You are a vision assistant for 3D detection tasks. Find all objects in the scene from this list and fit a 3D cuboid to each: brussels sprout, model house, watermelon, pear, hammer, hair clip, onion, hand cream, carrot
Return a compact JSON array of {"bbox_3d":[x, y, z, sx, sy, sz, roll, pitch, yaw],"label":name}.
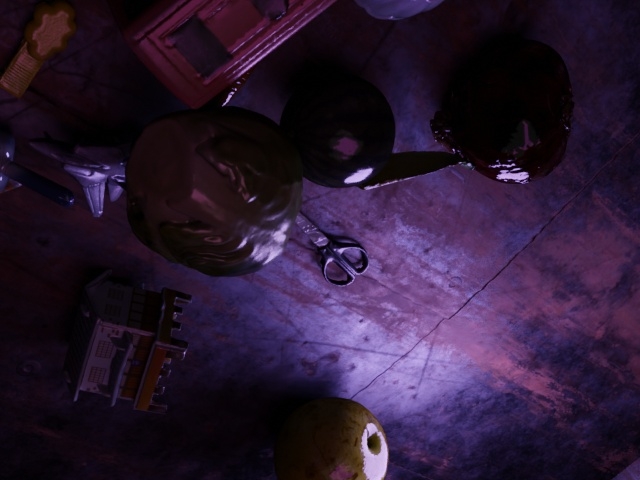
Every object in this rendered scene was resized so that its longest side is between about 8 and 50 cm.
[{"bbox_3d":[-0.179,-0.088,1.368,0.281,0.289,0.355,-71,159,-4],"label":"brussels sprout"},{"bbox_3d":[-0.382,0.200,1.637,0.215,0.198,0.224,13,123,-16],"label":"model house"},{"bbox_3d":[0.030,-0.195,1.481,0.212,0.212,0.212,-11,130,-14],"label":"watermelon"},{"bbox_3d":[0.024,0.518,2.027,0.284,0.283,0.283,-11,130,-14],"label":"pear"},{"bbox_3d":[-0.496,-0.106,1.378,0.194,0.069,0.116,26,119,4],"label":"hammer"},{"bbox_3d":[-0.448,-0.306,1.302,0.173,0.046,0.072,-45,134,14],"label":"hair clip"},{"bbox_3d":[0.369,-0.246,1.581,0.221,0.281,0.280,-37,155,-57],"label":"onion"},{"bbox_3d":[-0.564,-0.093,1.444,0.102,0.022,0.035,-19,137,-1],"label":"hand cream"},{"bbox_3d":[-0.131,-0.314,1.421,0.059,0.059,0.248,30,109,-37],"label":"carrot"}]

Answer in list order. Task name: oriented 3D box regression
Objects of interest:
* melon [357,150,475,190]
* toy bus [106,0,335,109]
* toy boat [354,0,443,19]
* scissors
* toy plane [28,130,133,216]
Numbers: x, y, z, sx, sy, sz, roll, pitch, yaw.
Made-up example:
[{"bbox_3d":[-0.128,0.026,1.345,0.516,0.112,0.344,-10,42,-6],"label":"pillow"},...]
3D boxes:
[{"bbox_3d":[0.169,-0.139,1.604,0.262,0.114,0.053,-7,112,19],"label":"melon"},{"bbox_3d":[-0.102,-0.408,1.236,0.427,0.233,0.203,-36,131,9],"label":"toy bus"},{"bbox_3d":[0.178,-0.482,1.382,0.200,0.100,0.290,17,121,-33],"label":"toy boat"},{"bbox_3d":[0.000,0.000,1.750,0.109,0.022,0.300,-40,130,7],"label":"scissors"},{"bbox_3d":[-0.397,-0.142,1.406,0.212,0.088,0.267,-45,148,15],"label":"toy plane"}]
